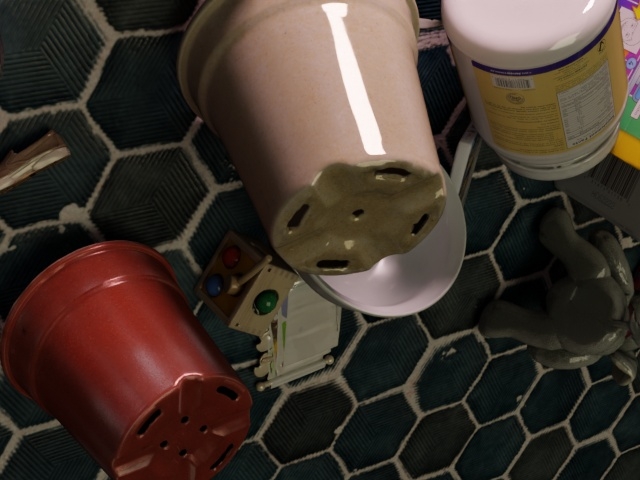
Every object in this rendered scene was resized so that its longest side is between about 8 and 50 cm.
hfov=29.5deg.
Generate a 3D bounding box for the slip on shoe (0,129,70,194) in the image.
[{"bbox_3d":[-0.383,-0.093,1.531,0.135,0.051,0.041,-30,93,-9],"label":"slip on shoe"}]

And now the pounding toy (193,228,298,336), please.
[{"bbox_3d":[-0.107,0.057,1.768,0.100,0.141,0.130,22,103,-43],"label":"pounding toy"}]

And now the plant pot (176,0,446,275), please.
[{"bbox_3d":[0.011,-0.136,1.538,0.333,0.305,0.334,-13,145,-9],"label":"plant pot"}]

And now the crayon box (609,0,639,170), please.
[{"bbox_3d":[0.534,-0.303,1.904,0.106,0.313,0.363,15,108,-42],"label":"crayon box"}]

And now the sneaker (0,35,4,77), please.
[{"bbox_3d":[-0.413,-0.187,1.398,0.078,0.106,0.234,-4,120,-35],"label":"sneaker"}]

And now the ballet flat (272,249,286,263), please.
[{"bbox_3d":[0.000,0.000,1.891,0.173,0.057,0.049,-10,164,-32],"label":"ballet flat"}]

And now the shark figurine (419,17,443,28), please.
[{"bbox_3d":[0.041,-0.334,1.649,0.166,0.116,0.278,-49,133,2],"label":"shark figurine"}]

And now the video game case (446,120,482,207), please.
[{"bbox_3d":[0.220,-0.091,1.931,0.183,0.023,0.201,-53,159,-63],"label":"video game case"}]

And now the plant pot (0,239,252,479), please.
[{"bbox_3d":[-0.241,0.184,1.600,0.272,0.265,0.272,-24,135,-26],"label":"plant pot"}]

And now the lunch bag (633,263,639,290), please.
[{"bbox_3d":[0.747,0.094,2.475,0.258,0.120,0.293,3,117,-43],"label":"lunch bag"}]

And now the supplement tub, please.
[{"bbox_3d":[0.318,-0.260,1.756,0.241,0.241,0.331,-41,146,-8],"label":"supplement tub"}]

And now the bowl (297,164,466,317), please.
[{"bbox_3d":[0.057,-0.015,1.810,0.298,0.298,0.134,-15,170,-30],"label":"bowl"}]

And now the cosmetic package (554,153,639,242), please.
[{"bbox_3d":[0.669,-0.099,2.204,0.453,0.230,0.161,5,115,-39],"label":"cosmetic package"}]

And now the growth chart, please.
[{"bbox_3d":[-0.029,0.132,1.962,0.172,0.021,0.237,-10,123,-32],"label":"growth chart"}]

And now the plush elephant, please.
[{"bbox_3d":[0.510,0.124,2.220,0.255,0.330,0.272,16,100,-62],"label":"plush elephant"}]
